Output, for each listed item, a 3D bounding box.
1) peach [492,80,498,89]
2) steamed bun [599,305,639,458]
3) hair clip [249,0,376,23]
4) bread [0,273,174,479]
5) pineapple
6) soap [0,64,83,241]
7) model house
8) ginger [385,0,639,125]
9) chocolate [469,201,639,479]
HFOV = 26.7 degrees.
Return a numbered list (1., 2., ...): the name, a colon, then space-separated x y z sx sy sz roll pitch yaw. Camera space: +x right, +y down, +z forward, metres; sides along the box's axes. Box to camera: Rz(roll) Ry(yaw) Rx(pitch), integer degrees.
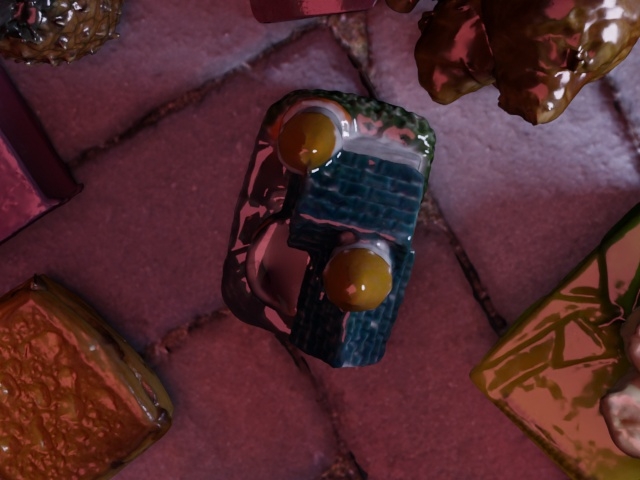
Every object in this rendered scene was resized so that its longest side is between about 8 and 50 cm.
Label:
1. peach: 0.208 -0.178 1.350 0.083 0.083 0.083 2 100 9
2. steamed bun: 0.400 0.126 1.205 0.292 0.137 0.295 -22 88 14
3. hair clip: -0.009 -0.258 1.400 0.137 0.022 0.054 -5 96 10
4. bread: -0.296 0.165 1.487 0.210 0.099 0.235 -38 97 16
5. pineapple: -0.299 -0.244 1.322 0.158 0.278 0.158 2 99 12
6. soap: -0.451 -0.139 1.443 0.233 0.128 0.359 -31 95 13
7. model house: 0.000 0.000 1.311 0.190 0.301 0.271 16 102 -1
8. ginger: 0.179 -0.268 1.255 0.274 0.152 0.357 -32 60 18
9. chocolate: 0.354 0.129 1.350 0.301 0.137 0.289 45 103 1
